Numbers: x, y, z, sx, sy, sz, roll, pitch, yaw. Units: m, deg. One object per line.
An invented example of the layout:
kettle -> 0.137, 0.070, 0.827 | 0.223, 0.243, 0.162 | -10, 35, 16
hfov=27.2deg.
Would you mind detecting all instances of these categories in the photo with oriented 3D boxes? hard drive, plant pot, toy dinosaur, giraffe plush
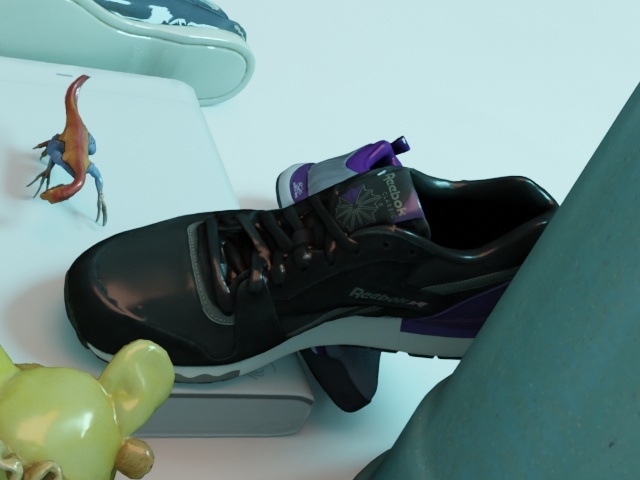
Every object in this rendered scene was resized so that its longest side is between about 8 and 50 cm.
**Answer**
hard drive -> -0.142, -0.007, 0.840 | 0.203, 0.040, 0.307 | 4, 41, -28
plant pot -> 0.219, 0.087, 0.651 | 0.341, 0.334, 0.341 | 19, 26, -10
toy dinosaur -> -0.155, -0.052, 0.799 | 0.047, 0.090, 0.082 | -5, 11, -14
giraffe plush -> -0.165, 0.075, 0.607 | 0.170, 0.181, 0.210 | 27, 18, -17

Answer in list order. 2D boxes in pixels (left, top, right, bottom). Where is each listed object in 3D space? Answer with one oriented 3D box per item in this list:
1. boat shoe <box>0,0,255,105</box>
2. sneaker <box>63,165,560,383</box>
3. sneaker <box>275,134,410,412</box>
boat shoe -> -0.167, -0.163, 0.971 | 0.254, 0.095, 0.079 | 3, 43, -31
sneaker -> 0.000, 0.000, 0.743 | 0.283, 0.124, 0.107 | -4, 56, -21
sneaker -> 0.028, 0.008, 0.857 | 0.083, 0.098, 0.223 | 53, 18, -38
